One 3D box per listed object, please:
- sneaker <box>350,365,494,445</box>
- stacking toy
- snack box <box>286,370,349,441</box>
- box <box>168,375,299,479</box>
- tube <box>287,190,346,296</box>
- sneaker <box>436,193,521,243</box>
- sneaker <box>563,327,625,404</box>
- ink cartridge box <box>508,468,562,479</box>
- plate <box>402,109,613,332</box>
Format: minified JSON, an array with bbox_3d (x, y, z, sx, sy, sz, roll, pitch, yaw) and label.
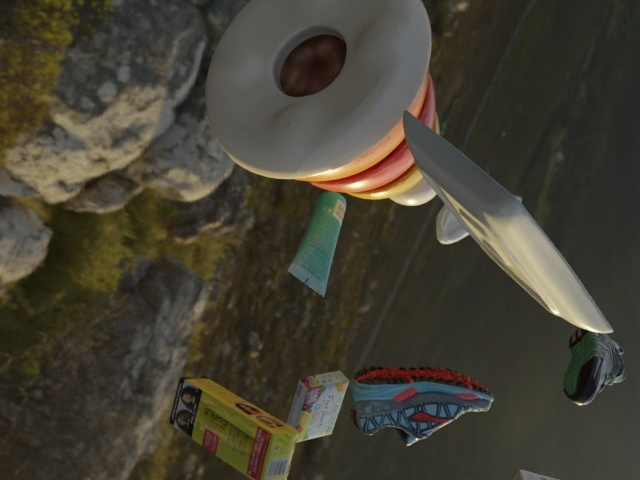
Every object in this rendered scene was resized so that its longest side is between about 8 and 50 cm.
[{"bbox_3d":[0.167,0.282,1.514,0.104,0.262,0.125,-145,-117,-69],"label":"sneaker"},{"bbox_3d":[0.072,-0.174,1.423,0.480,0.351,0.350,42,69,-56],"label":"stacking toy"},{"bbox_3d":[-0.009,0.330,1.766,0.100,0.037,0.141,-6,125,-36],"label":"snack box"},{"bbox_3d":[-0.138,0.289,1.374,0.058,0.232,0.087,7,100,-47],"label":"box"},{"bbox_3d":[0.000,0.000,1.553,0.052,0.080,0.207,-42,-159,42],"label":"tube"},{"bbox_3d":[0.319,-0.055,1.784,0.212,0.094,0.080,-30,112,-36],"label":"sneaker"},{"bbox_3d":[0.455,0.207,1.432,0.083,0.098,0.223,-54,179,31],"label":"sneaker"},{"bbox_3d":[0.459,0.537,1.748,0.127,0.175,0.072,-97,-149,-54],"label":"ink cartridge box"},{"bbox_3d":[0.219,-0.015,1.114,0.045,0.277,0.278,-43,126,3],"label":"plate"}]
